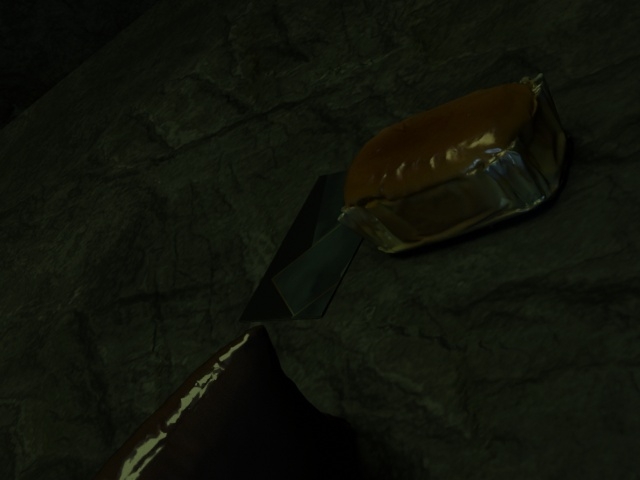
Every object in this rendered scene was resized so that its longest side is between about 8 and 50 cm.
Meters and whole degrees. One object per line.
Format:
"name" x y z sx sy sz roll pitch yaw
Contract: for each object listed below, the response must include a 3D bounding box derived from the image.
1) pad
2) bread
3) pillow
"pad" 0.000 0.000 1.324 0.164 0.004 0.243 -8 45 48
"bread" 0.136 -0.079 1.138 0.241 0.107 0.136 -17 36 41
"pillow" -0.100 0.236 0.886 0.108 0.308 0.305 37 80 26
